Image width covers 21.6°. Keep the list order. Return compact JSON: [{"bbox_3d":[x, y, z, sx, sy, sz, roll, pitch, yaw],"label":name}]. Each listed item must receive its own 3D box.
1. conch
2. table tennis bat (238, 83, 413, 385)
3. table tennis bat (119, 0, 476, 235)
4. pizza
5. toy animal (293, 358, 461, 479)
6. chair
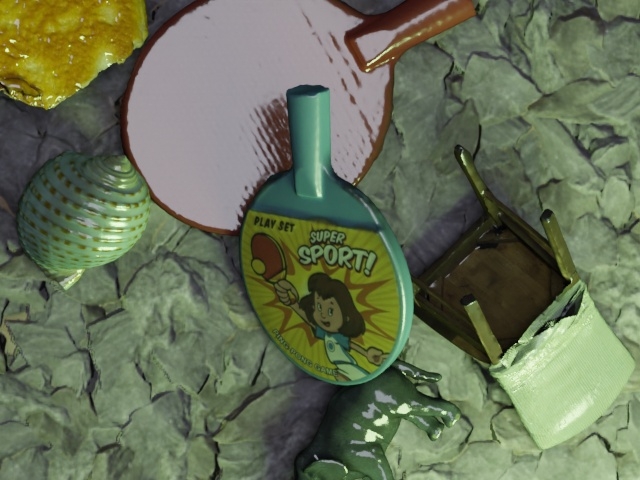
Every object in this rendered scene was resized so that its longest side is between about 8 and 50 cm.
[{"bbox_3d":[-0.254,-0.030,1.757,0.135,0.102,0.153,39,87,8],"label":"conch"},{"bbox_3d":[0.000,0.000,1.736,0.044,0.215,0.329,-31,124,-46],"label":"table tennis bat"},{"bbox_3d":[-0.021,-0.169,1.818,0.415,0.051,0.268,-30,95,-6],"label":"table tennis bat"},{"bbox_3d":[-0.305,-0.229,1.718,0.297,0.071,0.189,-34,112,-35],"label":"pizza"},{"bbox_3d":[0.039,0.244,1.809,0.137,0.082,0.269,39,88,-3],"label":"toy animal"},{"bbox_3d":[0.203,0.067,1.811,0.160,0.319,0.186,-45,51,-8],"label":"chair"}]
